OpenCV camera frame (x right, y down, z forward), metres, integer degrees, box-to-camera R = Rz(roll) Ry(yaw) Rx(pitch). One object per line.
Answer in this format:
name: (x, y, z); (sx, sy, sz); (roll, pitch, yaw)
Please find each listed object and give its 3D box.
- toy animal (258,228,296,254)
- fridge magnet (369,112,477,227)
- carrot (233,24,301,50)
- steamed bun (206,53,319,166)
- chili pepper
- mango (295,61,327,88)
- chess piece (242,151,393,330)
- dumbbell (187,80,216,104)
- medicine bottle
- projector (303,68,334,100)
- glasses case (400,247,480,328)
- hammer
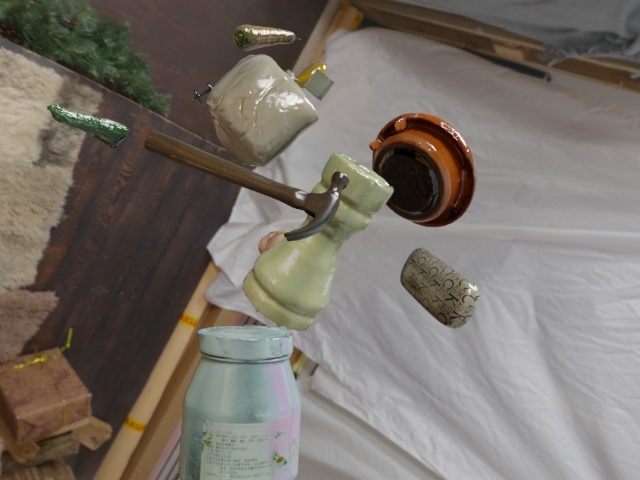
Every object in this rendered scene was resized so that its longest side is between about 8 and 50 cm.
toy animal: (-0.138, 0.031, 1.810); (0.165, 0.248, 0.149); (-12, 88, -12)
fridge magnet: (0.296, -0.201, 1.494); (0.155, 0.364, 0.363); (-33, 139, -37)
carrot: (-0.164, -0.660, 1.613); (0.298, 0.078, 0.078); (-27, 136, -49)
steamed bun: (-0.170, -0.339, 1.282); (0.247, 0.383, 0.236); (-37, 108, -2)
chili pepper: (-0.633, -0.320, 1.343); (0.088, 0.059, 0.227); (-37, 157, 16)
mango: (-0.041, -0.665, 2.014); (0.161, 0.103, 0.076); (-37, 120, -22)
chess piece: (0.000, 0.000, 1.293); (0.234, 0.234, 0.442); (14, 115, -53)
dumbbell: (-0.428, -0.546, 1.834); (0.147, 0.069, 0.069); (-30, 141, -1)
medicine bottle: (-0.161, 0.328, 1.014); (0.245, 0.245, 0.289); (4, 87, -50)
projector: (-0.006, -0.572, 1.828); (0.082, 0.083, 0.083); (-51, -171, 10)
glasses case: (0.323, 0.125, 1.391); (0.085, 0.354, 0.137); (26, 99, -20)
hammer: (-0.169, -0.135, 1.014); (0.168, 0.440, 0.044); (-62, 165, -16)
